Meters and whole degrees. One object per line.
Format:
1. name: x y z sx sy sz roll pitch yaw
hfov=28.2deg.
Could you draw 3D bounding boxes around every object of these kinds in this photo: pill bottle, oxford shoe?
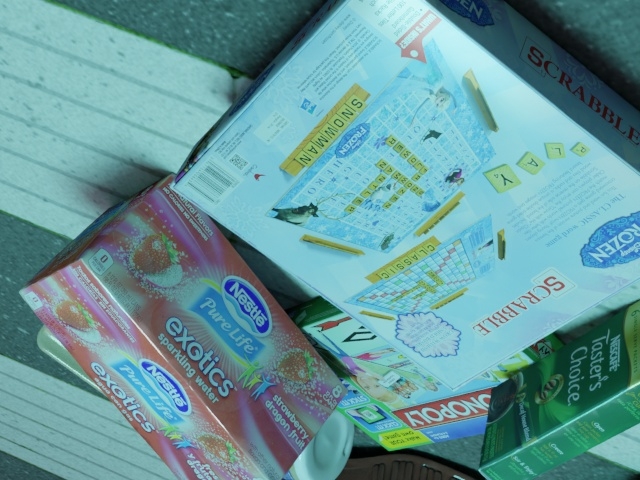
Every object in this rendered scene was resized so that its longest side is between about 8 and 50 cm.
1. pill bottle: -0.064 0.214 1.490 0.187 0.112 0.112 10 145 34
2. oxford shoe: 0.088 0.322 1.567 0.348 0.123 0.130 9 170 25

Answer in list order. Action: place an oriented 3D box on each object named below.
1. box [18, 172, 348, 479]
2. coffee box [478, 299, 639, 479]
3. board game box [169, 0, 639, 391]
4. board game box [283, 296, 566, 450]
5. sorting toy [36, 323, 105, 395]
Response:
1. box: -0.135 0.104 1.296 0.142 0.154 0.300 -23 109 49
2. coffee box: 0.223 0.136 1.117 0.040 0.113 0.184 42 126 -17
3. board game box: 0.089 -0.044 1.009 0.318 0.066 0.319 37 138 -13
4. board game box: 0.101 0.122 1.303 0.213 0.046 0.317 41 146 -19
5. sorting toy: -0.198 0.104 1.449 0.193 0.038 0.208 37 123 -9
